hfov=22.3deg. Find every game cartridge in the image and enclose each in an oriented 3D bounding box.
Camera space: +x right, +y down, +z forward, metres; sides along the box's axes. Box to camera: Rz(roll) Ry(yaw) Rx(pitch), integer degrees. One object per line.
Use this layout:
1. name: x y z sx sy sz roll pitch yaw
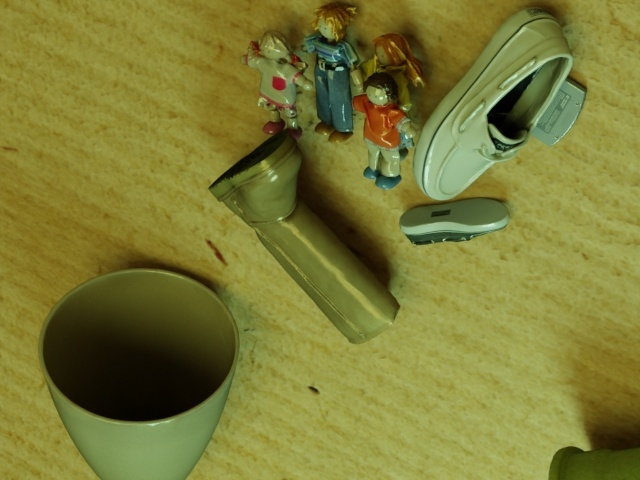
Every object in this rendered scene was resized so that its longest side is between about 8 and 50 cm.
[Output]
1. game cartridge: 0.264 -0.149 1.836 0.056 0.017 0.083 36 127 10

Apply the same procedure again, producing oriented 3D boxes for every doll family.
1. doll family: 0.034 -0.186 1.892 0.263 0.118 0.163 26 133 35

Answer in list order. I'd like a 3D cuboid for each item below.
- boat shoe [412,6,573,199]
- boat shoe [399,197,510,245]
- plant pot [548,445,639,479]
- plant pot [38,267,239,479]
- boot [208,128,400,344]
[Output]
1. boat shoe: 0.196 -0.132 1.819 0.267 0.096 0.088 -53 42 31
2. boat shoe: 0.163 -0.019 1.943 0.142 0.049 0.040 -3 133 30
3. plant pot: 0.438 0.332 1.876 0.254 0.276 0.276 -23 104 23
4. plant pot: -0.238 0.223 2.174 0.256 0.256 0.274 22 139 15
5. boot: 0.000 0.000 1.958 0.269 0.089 0.236 48 166 -7
